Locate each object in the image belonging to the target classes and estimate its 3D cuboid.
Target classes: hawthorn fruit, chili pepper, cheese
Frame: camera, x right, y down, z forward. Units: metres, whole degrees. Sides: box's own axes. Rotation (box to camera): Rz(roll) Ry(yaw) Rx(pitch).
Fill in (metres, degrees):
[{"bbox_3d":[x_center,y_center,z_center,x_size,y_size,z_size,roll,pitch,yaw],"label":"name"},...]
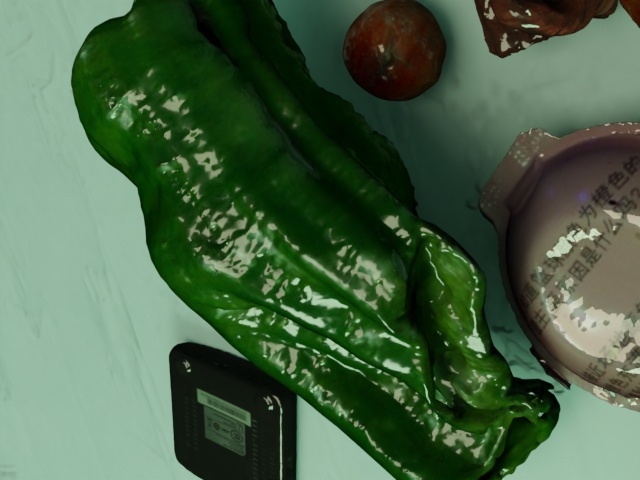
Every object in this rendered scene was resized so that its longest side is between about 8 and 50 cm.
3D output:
[{"bbox_3d":[0.040,-0.111,0.775,0.066,0.103,0.067,7,112,17],"label":"hawthorn fruit"},{"bbox_3d":[-0.009,0.006,0.787,0.167,0.213,0.385,-39,84,8],"label":"chili pepper"},{"bbox_3d":[0.212,0.043,0.724,0.286,0.074,0.189,38,129,15],"label":"cheese"}]

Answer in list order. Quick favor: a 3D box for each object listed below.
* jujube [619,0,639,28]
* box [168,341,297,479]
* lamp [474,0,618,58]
[{"bbox_3d":[0.262,-0.176,0.493,0.342,0.216,0.216,-10,103,39],"label":"jujube"},{"bbox_3d":[-0.073,0.154,1.034,0.126,0.027,0.125,18,120,33],"label":"box"},{"bbox_3d":[0.099,-0.229,0.662,0.215,0.151,0.223,53,175,15],"label":"lamp"}]
